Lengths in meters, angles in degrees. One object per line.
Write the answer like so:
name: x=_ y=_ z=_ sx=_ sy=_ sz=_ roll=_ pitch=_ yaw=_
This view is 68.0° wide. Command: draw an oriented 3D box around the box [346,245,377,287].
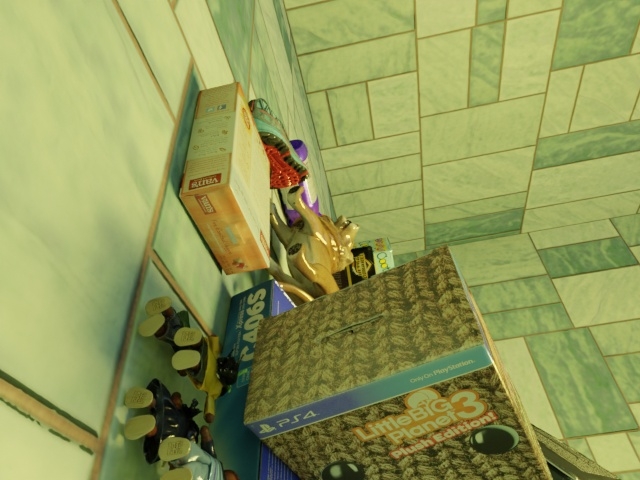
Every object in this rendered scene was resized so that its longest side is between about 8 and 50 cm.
box: x=0.129 y=0.194 z=1.246 sx=0.322 sy=0.080 sz=0.257 roll=69 pitch=14 yaw=-64

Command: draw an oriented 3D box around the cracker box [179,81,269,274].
cracker box: x=-0.123 y=-0.090 z=0.663 sx=0.155 sy=0.067 sz=0.232 roll=73 pitch=8 yaw=-47

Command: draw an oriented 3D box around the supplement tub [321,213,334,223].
supplement tub: x=0.000 y=0.000 z=1.464 sx=0.190 sy=0.117 sz=0.116 roll=-91 pitch=169 yaw=-60

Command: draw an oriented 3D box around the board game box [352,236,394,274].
board game box: x=0.123 y=0.096 z=1.705 sx=0.142 sy=0.276 sz=0.144 roll=-83 pitch=163 yaw=-71

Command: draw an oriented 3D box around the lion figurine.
lion figurine: x=-0.018 y=0.046 z=0.894 sx=0.240 sy=0.142 sz=0.392 roll=57 pitch=22 yaw=-27

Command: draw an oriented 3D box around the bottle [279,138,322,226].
bottle: x=-0.055 y=-0.116 z=1.246 sx=0.118 sy=0.092 sz=0.282 roll=-89 pitch=167 yaw=-60

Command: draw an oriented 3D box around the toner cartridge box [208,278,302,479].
toner cartridge box: x=-0.052 y=0.224 z=0.565 sx=0.165 sy=0.075 sz=0.347 roll=55 pitch=19 yaw=-32

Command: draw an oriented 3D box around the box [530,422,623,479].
box: x=0.349 y=0.619 z=0.965 sx=0.472 sy=0.479 sz=0.297 roll=32 pitch=-3 yaw=-43

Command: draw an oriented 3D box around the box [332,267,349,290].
box: x=0.027 y=0.249 z=1.196 sx=0.381 sy=0.143 sz=0.191 roll=-96 pitch=173 yaw=-53

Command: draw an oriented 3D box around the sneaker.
sneaker: x=-0.092 y=-0.198 z=0.985 sx=0.262 sy=0.104 sz=0.125 roll=65 pitch=14 yaw=-70

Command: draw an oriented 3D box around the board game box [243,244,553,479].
board game box: x=0.097 y=0.190 z=0.531 sx=0.291 sy=0.232 sz=0.141 roll=57 pitch=18 yaw=-29

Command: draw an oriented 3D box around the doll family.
doll family: x=-0.108 y=0.143 z=0.405 sx=0.111 sy=0.076 sz=0.192 roll=79 pitch=9 yaw=-53
